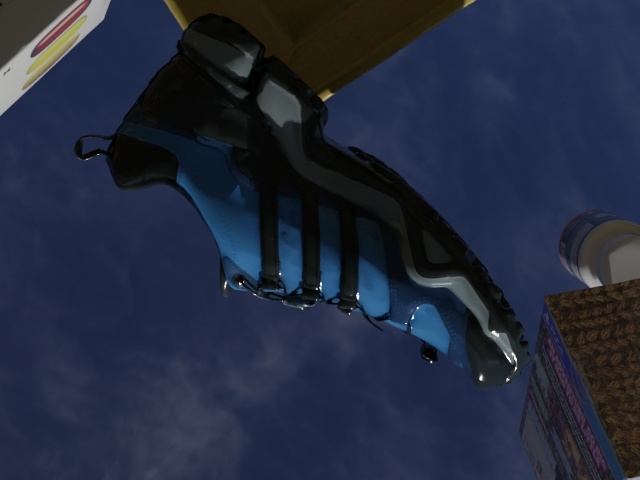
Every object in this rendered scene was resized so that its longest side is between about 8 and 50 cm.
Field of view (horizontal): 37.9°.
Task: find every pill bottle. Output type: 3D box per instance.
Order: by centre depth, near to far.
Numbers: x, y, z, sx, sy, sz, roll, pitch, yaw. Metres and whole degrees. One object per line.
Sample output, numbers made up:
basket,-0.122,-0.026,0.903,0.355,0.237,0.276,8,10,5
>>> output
pill bottle,0.397,0.020,1.269,0.108,0.108,0.180,20,-171,-3

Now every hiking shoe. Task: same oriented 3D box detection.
hiking shoe,0.000,0.000,0.600,0.304,0.113,0.132,44,-83,-5

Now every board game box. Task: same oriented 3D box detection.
board game box,0.341,0.227,1.058,0.141,0.291,0.232,-10,-132,-5

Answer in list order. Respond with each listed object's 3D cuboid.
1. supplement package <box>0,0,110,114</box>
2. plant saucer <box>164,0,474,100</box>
supplement package,-0.323,-0.215,0.893,0.134,0.139,0.244,42,-115,-8
plant saucer,0.008,-0.294,0.615,0.333,0.333,0.081,57,-160,-6
